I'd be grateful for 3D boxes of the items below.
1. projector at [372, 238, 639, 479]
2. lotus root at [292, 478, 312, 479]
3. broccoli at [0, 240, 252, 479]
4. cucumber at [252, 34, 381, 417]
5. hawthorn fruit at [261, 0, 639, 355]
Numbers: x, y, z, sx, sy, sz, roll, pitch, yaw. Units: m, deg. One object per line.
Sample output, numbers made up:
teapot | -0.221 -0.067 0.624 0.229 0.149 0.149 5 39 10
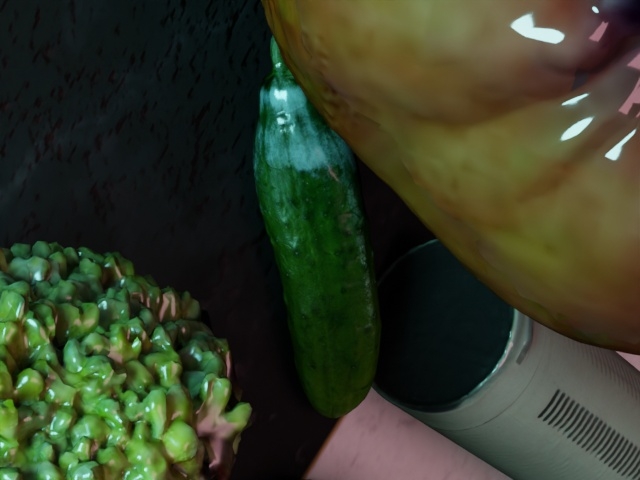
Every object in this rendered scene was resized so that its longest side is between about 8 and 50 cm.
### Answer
projector | 0.148 0.105 1.220 0.337 0.108 0.108 36 77 -52
lotus root | -0.007 0.218 1.108 0.260 0.074 0.170 3 103 -50
broccoli | -0.165 0.102 0.756 0.180 0.242 0.273 40 66 -29
cucumber | 0.000 0.000 1.034 0.056 0.056 0.250 -39 134 -34
hawthorn fruit | 0.195 -0.194 0.915 0.472 0.472 0.472 -25 124 -43
